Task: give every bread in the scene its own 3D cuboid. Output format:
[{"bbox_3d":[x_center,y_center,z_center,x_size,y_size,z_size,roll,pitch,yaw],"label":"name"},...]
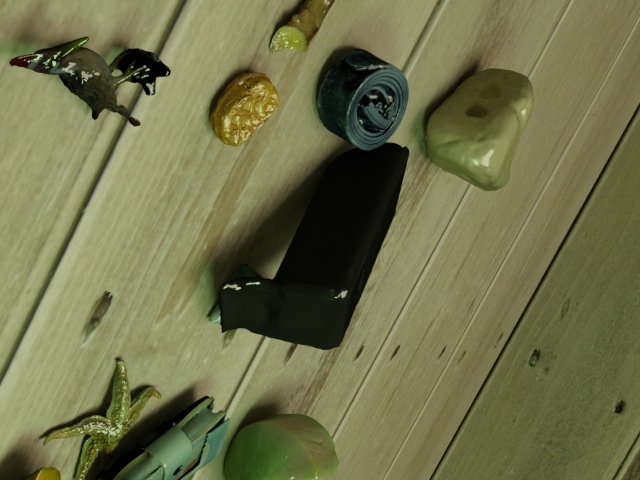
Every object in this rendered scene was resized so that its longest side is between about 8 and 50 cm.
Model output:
[{"bbox_3d":[-0.104,-0.180,1.110,0.110,0.044,0.083,-49,150,-14],"label":"bread"}]

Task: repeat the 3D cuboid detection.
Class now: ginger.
[{"bbox_3d":[-0.016,-0.308,1.136,0.137,0.044,0.057,-54,134,-14],"label":"ginger"}]

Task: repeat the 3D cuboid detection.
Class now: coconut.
[{"bbox_3d":[-0.079,0.448,1.605,0.236,0.236,0.204,-7,88,-57],"label":"coconut"}]

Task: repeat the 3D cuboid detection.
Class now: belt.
[{"bbox_3d":[0.066,-0.226,1.307,0.141,0.082,0.190,-58,154,3],"label":"belt"}]

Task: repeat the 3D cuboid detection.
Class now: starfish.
[{"bbox_3d":[-0.320,0.276,1.212,0.217,0.050,0.223,-6,118,-48],"label":"starfish"}]

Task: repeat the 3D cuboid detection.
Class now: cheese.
[{"bbox_3d":[0.313,-0.224,1.621,0.248,0.174,0.251,-18,133,-64],"label":"cheese"}]

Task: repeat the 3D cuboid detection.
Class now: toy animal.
[{"bbox_3d":[-0.243,-0.173,0.865,0.105,0.070,0.202,-47,161,19],"label":"toy animal"}]

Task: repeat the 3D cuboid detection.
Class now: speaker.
[{"bbox_3d":[0.000,0.000,1.341,0.180,0.184,0.388,98,15,-52],"label":"speaker"}]

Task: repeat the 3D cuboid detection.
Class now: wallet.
[{"bbox_3d":[-0.268,0.373,1.341,0.250,0.075,0.176,-32,156,-41],"label":"wallet"}]

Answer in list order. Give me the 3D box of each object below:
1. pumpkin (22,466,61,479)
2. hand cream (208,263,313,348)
[{"bbox_3d":[-0.436,0.418,1.084,0.248,0.126,0.131,-67,150,-28],"label":"pumpkin"},{"bbox_3d":[-0.086,0.130,1.447,0.111,0.070,0.312,-57,145,-1],"label":"hand cream"}]
